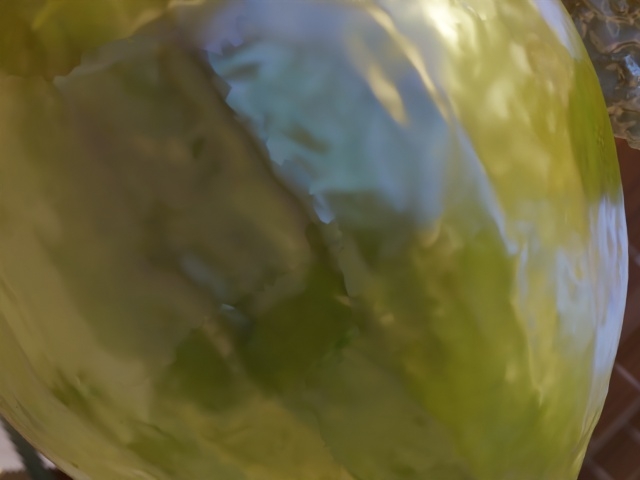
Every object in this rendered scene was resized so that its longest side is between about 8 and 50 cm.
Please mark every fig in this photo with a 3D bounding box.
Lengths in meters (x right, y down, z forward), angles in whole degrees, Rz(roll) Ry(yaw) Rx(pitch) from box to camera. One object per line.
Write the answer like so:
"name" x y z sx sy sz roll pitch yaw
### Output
"fig" -0.011 0.003 0.652 0.343 0.343 0.343 42 7 -6

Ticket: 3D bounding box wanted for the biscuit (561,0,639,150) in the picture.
"biscuit" 0.248 -0.088 0.769 0.290 0.141 0.038 18 34 15
